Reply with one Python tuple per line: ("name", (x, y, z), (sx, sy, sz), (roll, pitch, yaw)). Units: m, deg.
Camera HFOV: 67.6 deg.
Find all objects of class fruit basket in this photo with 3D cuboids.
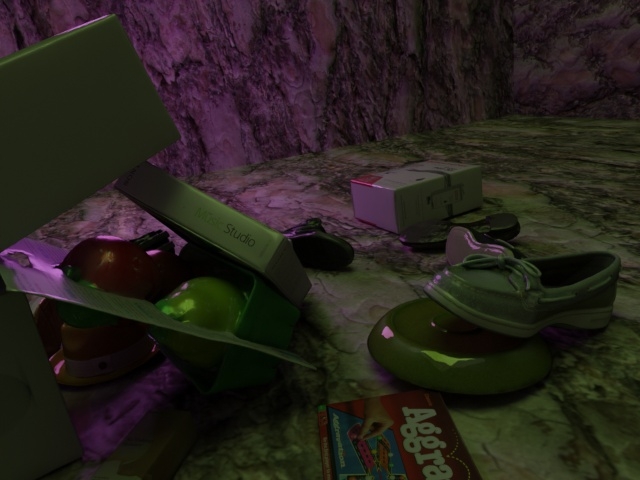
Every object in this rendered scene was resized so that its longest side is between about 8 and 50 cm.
("fruit basket", (-0.222, 0.081, 0.607), (0.352, 0.166, 0.327), (19, -1, -40))

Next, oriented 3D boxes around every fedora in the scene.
("fedora", (-0.346, 0.153, 0.770), (0.194, 0.079, 0.194), (-8, 19, 3))

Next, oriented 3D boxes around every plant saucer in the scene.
("plant saucer", (0.183, 0.125, 0.647), (0.240, 0.037, 0.241), (-2, 16, 1))

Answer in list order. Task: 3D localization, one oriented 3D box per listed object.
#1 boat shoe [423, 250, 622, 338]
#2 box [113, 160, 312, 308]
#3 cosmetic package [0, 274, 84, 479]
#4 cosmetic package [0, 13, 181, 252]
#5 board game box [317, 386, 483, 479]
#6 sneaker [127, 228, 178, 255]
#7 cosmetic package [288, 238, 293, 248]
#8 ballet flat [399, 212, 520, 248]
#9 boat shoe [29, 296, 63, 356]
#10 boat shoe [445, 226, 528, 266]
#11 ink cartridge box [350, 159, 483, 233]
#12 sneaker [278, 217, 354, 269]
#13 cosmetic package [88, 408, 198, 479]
("boat shoe", (0.272, 0.055, 0.619), (0.320, 0.103, 0.118), (5, 17, -26))
("box", (-0.138, 0.006, 0.730), (0.232, 0.059, 0.322), (28, -13, 12))
("cosmetic package", (-0.418, 0.172, 0.518), (0.224, 0.224, 0.138), (-20, 23, -33))
("cosmetic package", (-0.363, -0.085, 0.508), (0.196, 0.155, 0.365), (10, 46, 43))
("board game box", (0.077, 0.236, 0.428), (0.144, 0.027, 0.281), (-8, 19, -2))
("sneaker", (-0.280, 0.056, 0.922), (0.295, 0.147, 0.104), (1, 19, 22))
("cosmetic package", (-0.132, 0.026, 1.019), (0.060, 0.099, 0.239), (-18, 20, -27))
("ballet flat", (0.295, -0.010, 1.026), (0.249, 0.058, 0.084), (-8, 39, 18))
("boat shoe", (-0.492, 0.165, 0.766), (0.096, 0.098, 0.277), (-10, 20, -9))
("boat shoe", (0.302, 0.031, 0.877), (0.079, 0.084, 0.233), (11, 10, -15))
("ink cartridge box", (0.253, -0.125, 1.266), (0.282, 0.117, 0.207), (-17, 20, -24))
("sneaker", (0.000, 0.000, 1.057), (0.227, 0.087, 0.130), (3, 27, 44))
("cosmetic package", (-0.188, 0.236, 0.516), (0.060, 0.041, 0.115), (-4, 19, 14))
